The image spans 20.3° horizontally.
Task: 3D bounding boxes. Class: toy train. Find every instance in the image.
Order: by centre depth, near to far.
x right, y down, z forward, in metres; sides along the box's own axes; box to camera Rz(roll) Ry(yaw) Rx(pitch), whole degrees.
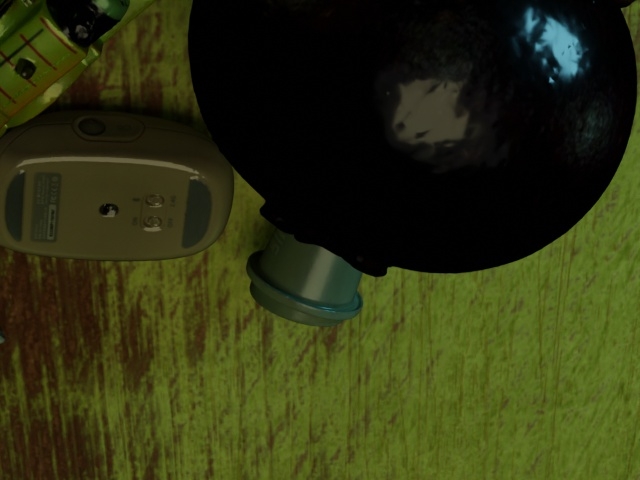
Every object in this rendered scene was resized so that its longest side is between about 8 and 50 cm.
[{"bbox_3d":[-0.267,-0.152,1.509,0.296,0.160,0.100,-37,118,16],"label":"toy train"}]

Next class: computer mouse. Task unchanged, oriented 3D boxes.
[{"bbox_3d":[-0.198,-0.050,1.642,0.236,0.082,0.145,1,127,-9],"label":"computer mouse"}]

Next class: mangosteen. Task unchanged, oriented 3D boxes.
[{"bbox_3d":[0.098,-0.185,1.449,0.382,0.382,0.435,27,91,-27],"label":"mangosteen"}]

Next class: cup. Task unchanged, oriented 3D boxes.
[{"bbox_3d":[0.000,0.000,1.708,0.120,0.120,0.141,13,109,-20],"label":"cup"}]

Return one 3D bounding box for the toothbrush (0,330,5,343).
[{"bbox_3d":[-0.428,0.059,1.718,0.263,0.022,0.026,15,108,-20],"label":"toothbrush"}]
